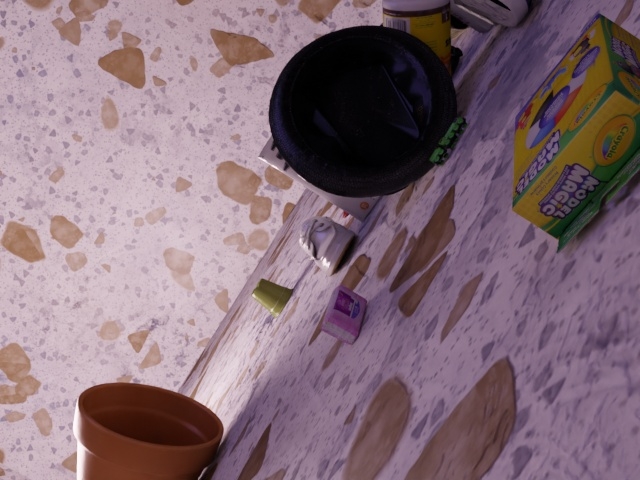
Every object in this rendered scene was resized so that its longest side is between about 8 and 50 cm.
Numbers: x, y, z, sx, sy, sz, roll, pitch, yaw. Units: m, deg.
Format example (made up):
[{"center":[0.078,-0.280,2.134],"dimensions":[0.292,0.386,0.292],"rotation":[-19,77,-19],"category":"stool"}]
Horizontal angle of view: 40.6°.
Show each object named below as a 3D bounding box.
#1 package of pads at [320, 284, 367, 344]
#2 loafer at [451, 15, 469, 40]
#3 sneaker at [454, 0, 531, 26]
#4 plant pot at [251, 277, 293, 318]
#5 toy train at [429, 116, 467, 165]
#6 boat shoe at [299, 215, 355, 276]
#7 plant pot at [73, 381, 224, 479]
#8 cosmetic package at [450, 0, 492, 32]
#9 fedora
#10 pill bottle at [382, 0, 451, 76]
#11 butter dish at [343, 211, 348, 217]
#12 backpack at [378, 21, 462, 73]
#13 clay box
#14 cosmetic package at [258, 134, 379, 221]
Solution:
[{"center":[0.032,0.103,1.196],"dimensions":[0.032,0.050,0.083],"rotation":[-54,9,33],"category":"package of pads"},{"center":[0.280,-0.488,1.842],"dimensions":[0.092,0.102,0.268],"rotation":[-54,6,-19],"category":"loafer"},{"center":[0.315,-0.476,1.395],"dimensions":[0.236,0.130,0.323],"rotation":[-61,0,13],"category":"sneaker"},{"center":[-0.120,0.130,2.062],"dimensions":[0.083,0.079,0.083],"rotation":[-57,6,9],"category":"plant pot"},{"center":[0.191,-0.149,1.293],"dimensions":[0.083,0.017,0.023],"rotation":[-58,35,-3],"category":"toy train"},{"center":[0.000,0.000,1.698],"dimensions":[0.098,0.096,0.277],"rotation":[-58,7,2],"category":"boat shoe"},{"center":[-0.356,0.430,1.706],"dimensions":[0.291,0.290,0.203],"rotation":[-97,23,-80],"category":"plant pot"},{"center":[0.321,-0.515,1.606],"dimensions":[0.231,0.117,0.085],"rotation":[-59,7,7],"category":"cosmetic package"},{"center":[0.075,-0.190,1.437],"dimensions":[0.334,0.334,0.152],"rotation":[-61,-23,-20],"category":"fedora"},{"center":[0.171,-0.326,1.515],"dimensions":[0.117,0.117,0.215],"rotation":[-69,-23,-58],"category":"pill bottle"},{"center":[0.061,-0.154,1.859],"dimensions":[0.160,0.118,0.160],"rotation":[-56,6,23],"category":"butter dish"},{"center":[0.166,-0.341,1.696],"dimensions":[0.158,0.173,0.117],"rotation":[-63,8,-28],"category":"backpack"},{"center":[0.218,-0.095,0.724],"dimensions":[0.127,0.053,0.222],"rotation":[-55,7,32],"category":"clay box"},{"center":[0.009,-0.141,1.658],"dimensions":[0.099,0.239,0.060],"rotation":[-54,8,33],"category":"cosmetic package"}]
